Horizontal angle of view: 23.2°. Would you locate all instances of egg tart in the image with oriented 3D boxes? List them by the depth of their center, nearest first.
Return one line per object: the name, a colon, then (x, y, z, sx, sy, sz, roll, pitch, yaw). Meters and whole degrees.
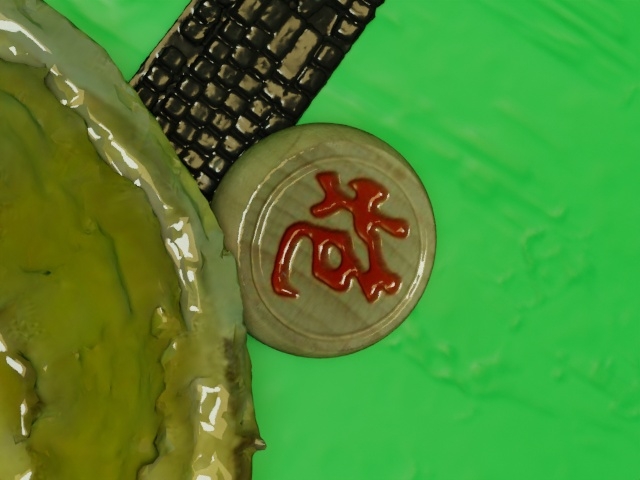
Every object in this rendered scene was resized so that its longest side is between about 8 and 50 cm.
egg tart: (-0.164, 0.054, 0.469, 0.315, 0.120, 0.314, -1, 95, -8)

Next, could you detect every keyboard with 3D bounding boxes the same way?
keyboard: (-0.030, -0.060, 0.559, 0.060, 0.018, 0.195, 37, 84, -15)

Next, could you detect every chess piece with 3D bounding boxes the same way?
chess piece: (0.000, 0.000, 0.551, 0.084, 0.038, 0.083, -3, 97, -22)
